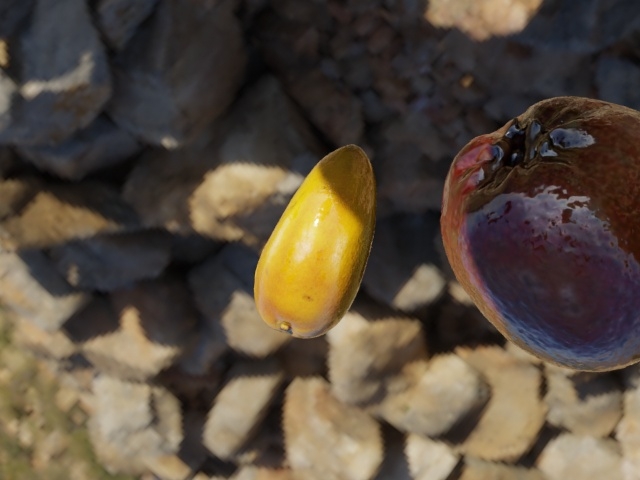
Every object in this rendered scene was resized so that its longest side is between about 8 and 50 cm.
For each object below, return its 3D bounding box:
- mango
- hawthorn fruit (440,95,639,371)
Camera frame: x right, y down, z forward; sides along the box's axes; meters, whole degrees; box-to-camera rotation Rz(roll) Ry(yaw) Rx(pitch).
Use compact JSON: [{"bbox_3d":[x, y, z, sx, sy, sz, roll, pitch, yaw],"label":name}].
[{"bbox_3d":[0.000,0.000,0.682,0.046,0.089,0.060,20,-172,6],"label":"mango"},{"bbox_3d":[0.166,0.008,0.958,0.169,0.169,0.188,-5,127,51],"label":"hawthorn fruit"}]
